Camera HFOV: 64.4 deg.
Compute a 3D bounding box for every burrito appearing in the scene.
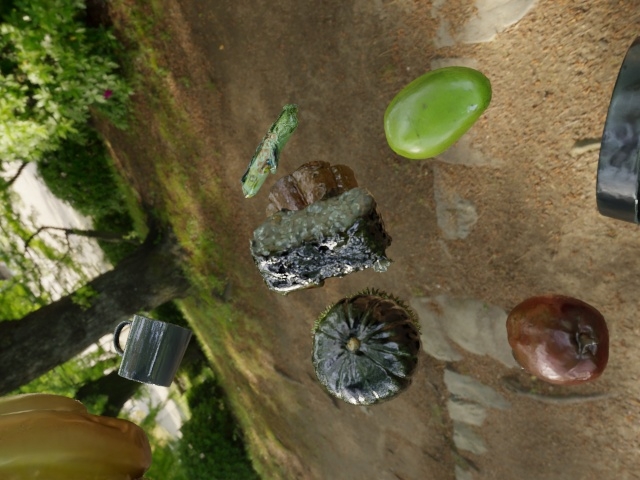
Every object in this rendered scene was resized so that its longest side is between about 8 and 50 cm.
[{"bbox_3d":[-0.125,-0.203,1.247,0.288,0.054,0.104,-54,36,33],"label":"burrito"}]

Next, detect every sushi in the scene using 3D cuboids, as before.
[{"bbox_3d":[0.000,0.000,0.801,0.213,0.147,0.115,-22,127,11],"label":"sushi"}]

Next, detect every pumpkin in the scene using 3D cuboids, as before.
[{"bbox_3d":[0.088,0.213,0.994,0.221,0.220,0.162,31,176,28],"label":"pumpkin"}]

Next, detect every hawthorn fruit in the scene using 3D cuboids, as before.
[{"bbox_3d":[0.532,0.220,1.132,0.215,0.215,0.249,50,177,3],"label":"hawthorn fruit"}]

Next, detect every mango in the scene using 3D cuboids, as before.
[{"bbox_3d":[0.109,-0.121,0.481,0.108,0.056,0.073,-27,103,29],"label":"mango"}]

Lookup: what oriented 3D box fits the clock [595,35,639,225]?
[{"bbox_3d":[0.657,-0.224,1.042,0.076,0.386,0.386,14,130,36],"label":"clock"}]

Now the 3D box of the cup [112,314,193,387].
[{"bbox_3d":[-0.225,0.140,0.658,0.100,0.077,0.078,12,164,15],"label":"cup"}]

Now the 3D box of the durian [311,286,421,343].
[{"bbox_3d":[0.130,0.240,1.275,0.291,0.291,0.224,41,124,16],"label":"durian"}]

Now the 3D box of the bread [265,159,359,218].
[{"bbox_3d":[-0.007,-0.101,1.284,0.135,0.232,0.246,65,146,25],"label":"bread"}]

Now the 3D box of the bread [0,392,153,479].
[{"bbox_3d":[-0.275,0.263,0.397,0.211,0.316,0.270,12,104,61],"label":"bread"}]
